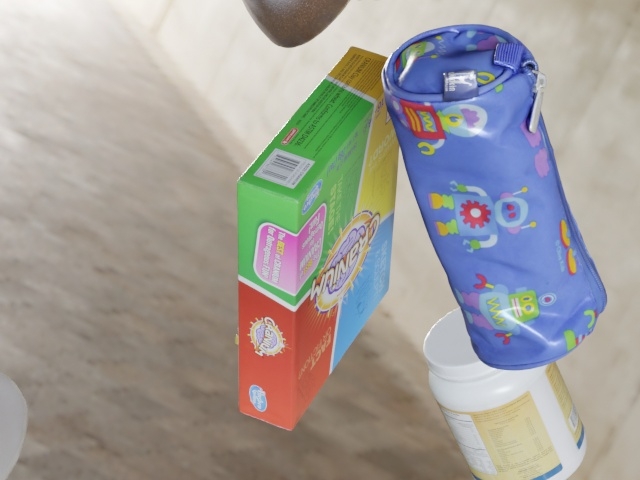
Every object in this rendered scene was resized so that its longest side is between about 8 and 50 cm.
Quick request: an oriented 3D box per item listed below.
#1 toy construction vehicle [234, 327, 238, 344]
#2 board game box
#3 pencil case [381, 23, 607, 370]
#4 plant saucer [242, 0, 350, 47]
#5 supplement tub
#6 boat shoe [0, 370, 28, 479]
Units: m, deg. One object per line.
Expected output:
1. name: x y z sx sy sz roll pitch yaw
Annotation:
1. toy construction vehicle: -0.064 0.131 1.884 0.035 0.098 0.086 -17 42 -35
2. board game box: 0.000 0.000 1.658 0.064 0.316 0.242 20 46 18
3. pencil case: 0.151 -0.035 1.365 0.133 0.306 0.119 -2 36 29
4. plant saucer: -0.006 -0.319 1.403 0.050 0.310 0.310 14 14 -25
5. supplement tub: 0.211 0.181 1.892 0.199 0.144 0.144 64 -9 -27
6. boat shoe: -0.413 0.249 1.492 0.127 0.158 0.340 53 43 -12
